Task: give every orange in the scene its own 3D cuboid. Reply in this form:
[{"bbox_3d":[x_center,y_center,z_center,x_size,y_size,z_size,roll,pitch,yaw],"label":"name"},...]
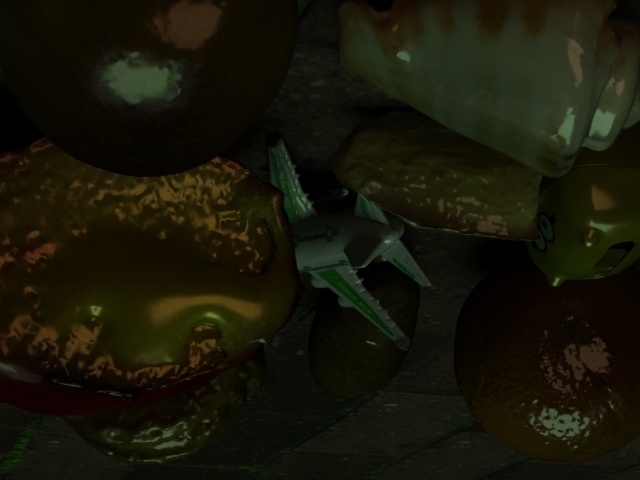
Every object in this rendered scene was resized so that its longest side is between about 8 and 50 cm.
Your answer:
[{"bbox_3d":[0.278,0.126,1.505,0.264,0.264,0.264,-1,159,0],"label":"orange"}]

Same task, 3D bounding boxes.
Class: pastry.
[{"bbox_3d":[-0.171,0.105,1.337,0.240,0.235,0.132,24,167,12],"label":"pastry"}]

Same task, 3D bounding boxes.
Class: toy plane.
[{"bbox_3d":[0.003,-0.003,1.313,0.255,0.101,0.251,-2,126,54],"label":"toy plane"}]

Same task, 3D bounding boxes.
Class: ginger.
[{"bbox_3d":[0.098,-0.057,1.202,0.193,0.115,0.122,13,171,-9],"label":"ginger"}]

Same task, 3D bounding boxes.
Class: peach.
[{"bbox_3d":[-0.183,0.025,1.164,0.338,0.281,0.281,-1,161,22],"label":"peach"}]

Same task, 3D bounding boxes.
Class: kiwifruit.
[{"bbox_3d":[-0.114,-0.137,0.855,0.195,0.196,0.234,3,165,-11],"label":"kiwifruit"}]

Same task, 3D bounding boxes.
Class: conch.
[{"bbox_3d":[0.139,-0.116,1.002,0.255,0.127,0.158,0,160,-1],"label":"conch"}]

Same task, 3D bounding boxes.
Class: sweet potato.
[{"bbox_3d":[0.057,0.095,1.563,0.130,0.131,0.423,2,158,-7],"label":"sweet potato"}]

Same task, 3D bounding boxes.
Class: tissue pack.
[{"bbox_3d":[0.257,-0.034,1.229,0.123,0.127,0.178,-1,160,-7],"label":"tissue pack"}]
